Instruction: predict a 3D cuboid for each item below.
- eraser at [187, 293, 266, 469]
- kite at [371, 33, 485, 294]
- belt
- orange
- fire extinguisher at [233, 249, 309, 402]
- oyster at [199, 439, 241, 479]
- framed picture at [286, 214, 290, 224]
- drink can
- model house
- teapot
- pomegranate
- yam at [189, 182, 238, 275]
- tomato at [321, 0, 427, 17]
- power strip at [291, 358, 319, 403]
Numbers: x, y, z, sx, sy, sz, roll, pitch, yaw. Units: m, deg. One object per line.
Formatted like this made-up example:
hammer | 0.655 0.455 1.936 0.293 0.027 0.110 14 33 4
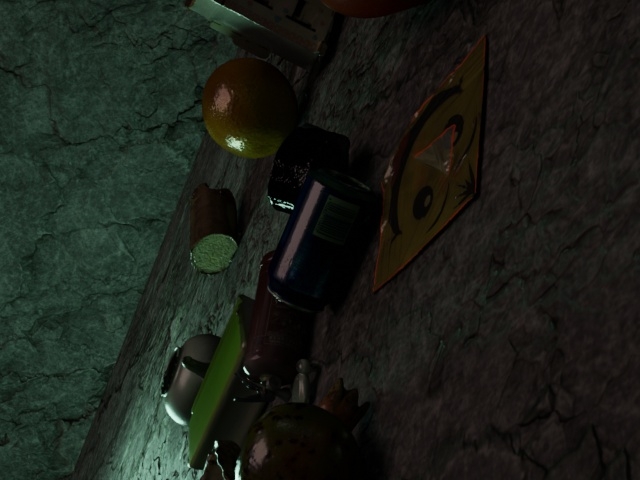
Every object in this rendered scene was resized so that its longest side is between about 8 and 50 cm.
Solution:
eraser | -0.155 0.257 1.652 0.210 0.092 0.274 -107 37 -66
kite | 0.144 -0.092 1.197 0.327 0.013 0.377 -132 63 -71
belt | -0.015 -0.113 1.493 0.198 0.078 0.151 -27 -48 -65
orange | -0.158 -0.298 2.074 0.236 0.236 0.236 -161 90 -74
fire extinguisher | -0.074 0.146 1.477 0.105 0.105 0.268 130 154 -52
oyster | -0.152 0.406 1.434 0.294 0.094 0.166 -169 100 -78
framed picture | -0.042 -0.051 1.668 0.201 0.010 0.135 97 -171 -79
drink can | 0.000 0.000 1.378 0.204 0.118 0.118 -65 16 13
model house | -0.103 -0.542 2.015 0.244 0.326 0.169 -68 13 -13
teapot | -0.254 0.283 1.876 0.294 0.130 0.193 144 143 -64
pomegranate | -0.013 0.252 1.088 0.205 0.159 0.159 -51 1 -38
yam | -0.273 -0.036 2.329 0.129 0.128 0.238 -29 36 14
tomato | 0.099 -0.471 1.406 0.298 0.226 0.298 -47 33 44
power strip | -0.022 0.218 1.369 0.055 0.035 0.083 -173 88 -74
